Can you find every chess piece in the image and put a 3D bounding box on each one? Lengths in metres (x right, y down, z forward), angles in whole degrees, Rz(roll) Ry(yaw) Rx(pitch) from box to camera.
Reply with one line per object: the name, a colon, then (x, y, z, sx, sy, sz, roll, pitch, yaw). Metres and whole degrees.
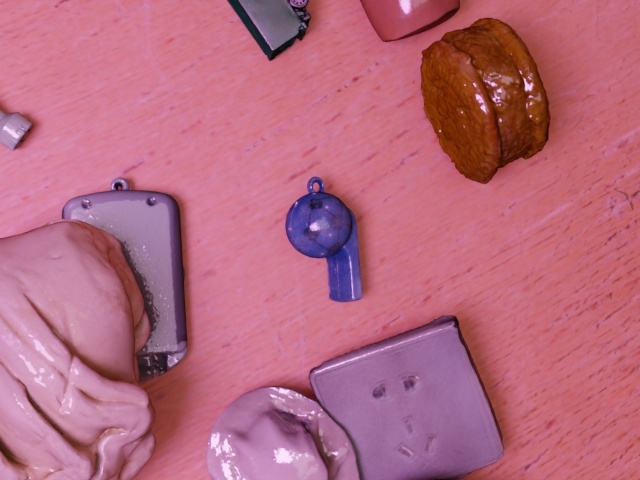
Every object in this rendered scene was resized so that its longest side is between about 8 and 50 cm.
chess piece: (-0.389, -0.151, 0.893, 0.103, 0.067, 0.067, 36, 82, -16)

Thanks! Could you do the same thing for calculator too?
calculator: (-0.232, 0.047, 0.916, 0.141, 0.045, 0.246, -4, 88, -10)

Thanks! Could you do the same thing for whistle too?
whistle: (0.000, 0.000, 0.941, 0.090, 0.090, 0.158, -4, 89, -10)

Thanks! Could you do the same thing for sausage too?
sausage: (0.071, -0.400, 0.955, 0.121, 0.121, 0.304, -23, 92, -10)

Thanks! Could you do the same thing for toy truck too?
toy truck: (-0.072, -0.310, 0.953, 0.079, 0.065, 0.147, -34, 95, -6)

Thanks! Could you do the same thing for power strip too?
power strip: (0.107, 0.206, 0.951, 0.198, 0.064, 0.213, -20, 107, 2)

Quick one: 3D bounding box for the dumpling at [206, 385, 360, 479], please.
dumpling: (-0.039, 0.252, 0.905, 0.176, 0.092, 0.150, 16, 99, 16)

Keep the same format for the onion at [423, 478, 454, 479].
onion: (0.129, 0.392, 0.894, 0.246, 0.190, 0.247, -5, 107, -17)

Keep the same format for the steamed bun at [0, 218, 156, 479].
steamed bun: (-0.302, 0.139, 0.778, 0.276, 0.203, 0.289, 43, 108, 22)

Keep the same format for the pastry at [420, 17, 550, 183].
pastry: (0.200, -0.170, 0.941, 0.103, 0.189, 0.189, -24, 91, -7)
